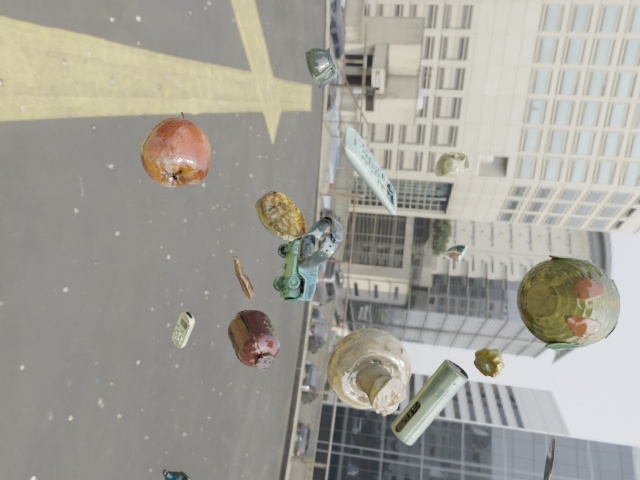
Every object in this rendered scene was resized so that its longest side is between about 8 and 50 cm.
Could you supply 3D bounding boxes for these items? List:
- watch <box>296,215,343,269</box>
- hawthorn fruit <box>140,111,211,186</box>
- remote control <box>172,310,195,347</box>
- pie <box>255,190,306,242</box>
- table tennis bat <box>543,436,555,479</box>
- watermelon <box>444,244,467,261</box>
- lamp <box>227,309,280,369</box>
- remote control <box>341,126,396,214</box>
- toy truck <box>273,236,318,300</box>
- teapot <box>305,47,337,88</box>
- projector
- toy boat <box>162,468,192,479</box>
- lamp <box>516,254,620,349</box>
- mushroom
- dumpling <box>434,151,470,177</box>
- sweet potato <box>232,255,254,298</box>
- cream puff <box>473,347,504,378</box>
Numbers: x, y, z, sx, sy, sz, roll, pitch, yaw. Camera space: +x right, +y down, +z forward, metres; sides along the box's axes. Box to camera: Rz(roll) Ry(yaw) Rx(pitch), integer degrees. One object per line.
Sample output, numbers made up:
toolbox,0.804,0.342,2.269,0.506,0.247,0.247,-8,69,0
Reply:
watch,0.000,0.000,1.660,0.193,0.068,0.206,-39,-155,31
hawthorn fruit,-0.485,-0.307,1.645,0.231,0.235,0.263,-11,110,-55
remote control,-0.610,0.398,2.165,0.042,0.078,0.221,-21,149,-49
pie,-0.201,-0.117,2.421,0.092,0.315,0.315,-41,-165,29
table tennis bat,0.712,0.732,1.520,0.246,0.022,0.138,-51,144,-47
watermelon,0.460,0.046,1.615,0.085,0.085,0.061,-57,130,-72
lamp,-0.255,0.363,1.835,0.258,0.180,0.180,53,-22,40
remote control,0.144,-0.194,1.401,0.293,0.051,0.103,46,37,-37
toy truck,-0.102,0.126,2.097,0.155,0.156,0.279,-16,-118,59
teapot,0.005,-0.366,1.021,0.066,0.057,0.088,28,49,-65
projector,0.396,0.590,1.770,0.338,0.108,0.108,-55,177,12
toy boat,-0.534,0.895,1.805,0.075,0.185,0.077,-44,105,-33
lamp,0.665,0.169,1.288,0.250,0.284,0.250,-19,-114,52
mushroom,0.170,0.459,1.658,0.290,0.297,0.298,-107,-162,-72
dumpling,0.326,-0.187,1.202,0.076,0.052,0.057,-28,-125,55
sweet potato,-0.323,0.148,2.010,0.050,0.050,0.214,-71,147,-57
cream puff,0.774,0.546,2.200,0.116,0.146,0.146,-19,119,-42
